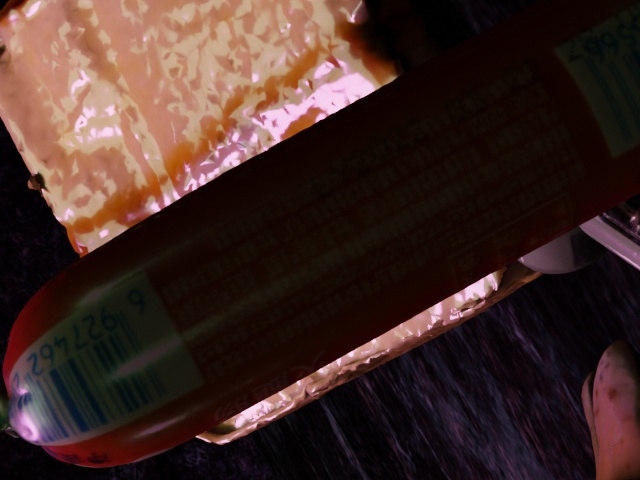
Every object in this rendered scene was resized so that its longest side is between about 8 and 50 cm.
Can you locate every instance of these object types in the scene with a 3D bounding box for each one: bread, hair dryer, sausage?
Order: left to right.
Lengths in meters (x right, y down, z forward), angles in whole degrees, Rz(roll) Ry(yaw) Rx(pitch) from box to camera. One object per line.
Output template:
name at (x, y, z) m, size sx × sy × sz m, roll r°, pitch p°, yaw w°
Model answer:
bread at (-0.033, -0.050, 0.875) m, size 0.263 × 0.198 × 0.236 m, roll 60°, pitch 163°, yaw 4°
sausage at (0.000, 0.000, 0.591) m, size 0.083 × 0.264 × 0.083 m, roll 61°, pitch 174°, yaw 10°
hair dryer at (0.118, -0.003, 0.660) m, size 0.150 × 0.047 × 0.071 m, roll 37°, pitch 157°, yaw 44°

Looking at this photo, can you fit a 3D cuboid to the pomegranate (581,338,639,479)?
pomegranate at (0.121, 0.140, 0.644) m, size 0.179 × 0.179 × 0.210 m, roll 125°, pitch 128°, yaw -79°
